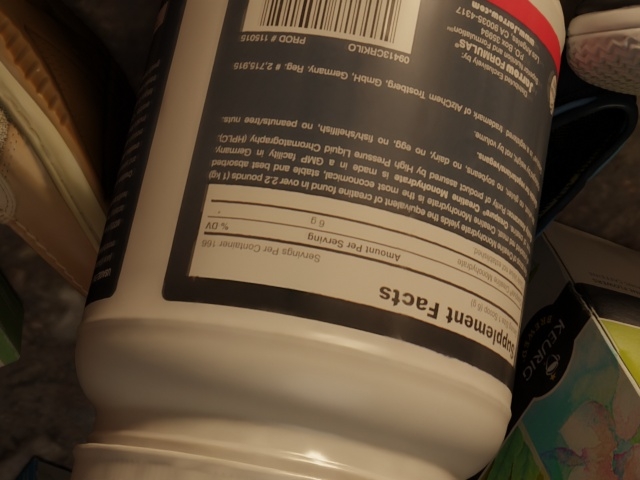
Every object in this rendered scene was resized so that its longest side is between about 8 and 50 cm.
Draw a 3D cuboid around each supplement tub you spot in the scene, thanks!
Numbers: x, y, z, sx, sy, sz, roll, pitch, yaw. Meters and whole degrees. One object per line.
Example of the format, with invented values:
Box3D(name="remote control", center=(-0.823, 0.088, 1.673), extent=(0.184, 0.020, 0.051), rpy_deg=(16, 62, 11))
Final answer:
Box3D(name="supplement tub", center=(0.000, 0.000, 0.571), extent=(0.191, 0.191, 0.272), rpy_deg=(18, 73, -22))

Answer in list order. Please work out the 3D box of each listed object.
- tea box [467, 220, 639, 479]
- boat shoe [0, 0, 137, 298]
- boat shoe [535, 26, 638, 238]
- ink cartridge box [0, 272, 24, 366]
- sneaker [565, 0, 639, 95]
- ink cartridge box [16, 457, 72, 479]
Box3D(name="tea box", center=(0.252, 0.194, 0.735), extent=(0.329, 0.323, 0.220), rpy_deg=(18, 115, -21))
Box3D(name="boat shoe", center=(-0.165, -0.069, 0.616), extent=(0.098, 0.109, 0.302), rpy_deg=(-21, 124, 15))
Box3D(name="boat shoe", center=(0.065, -0.012, 0.705), extent=(0.109, 0.089, 0.258), rpy_deg=(29, 111, -26))
Box3D(name="ink cartridge box", center=(-0.302, 0.035, 0.672), extent=(0.235, 0.056, 0.171), rpy_deg=(-22, 123, 3))
Box3D(name="sneaker", center=(0.234, -0.145, 0.651), extent=(0.269, 0.101, 0.153), rpy_deg=(1, 94, -40))
Box3D(name="ink cartridge box", center=(-0.186, 0.238, 0.818), extent=(0.104, 0.061, 0.181), rpy_deg=(29, 111, -26))
